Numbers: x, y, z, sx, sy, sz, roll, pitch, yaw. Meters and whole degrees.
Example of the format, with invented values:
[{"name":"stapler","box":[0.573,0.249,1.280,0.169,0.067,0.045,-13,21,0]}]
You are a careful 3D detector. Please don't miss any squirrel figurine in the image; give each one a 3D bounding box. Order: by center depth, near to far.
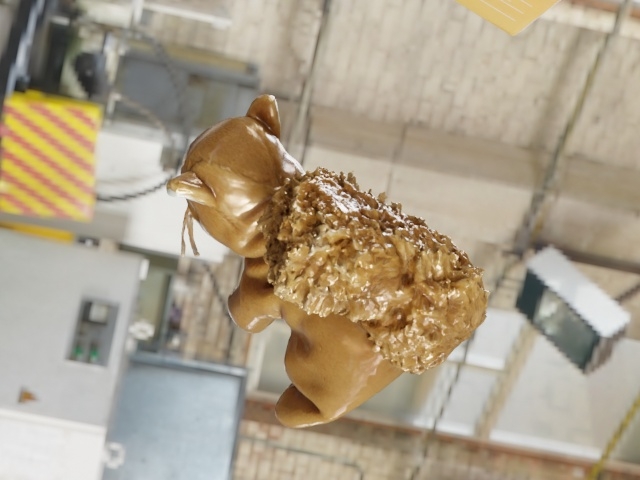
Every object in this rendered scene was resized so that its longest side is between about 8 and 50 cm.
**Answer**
[{"name":"squirrel figurine","box":[0.000,0.000,1.746,0.281,0.370,0.397,-41,-170,-22]}]

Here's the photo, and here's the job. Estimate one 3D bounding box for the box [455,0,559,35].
[{"name":"box","box":[0.194,-0.361,1.289,0.345,0.215,0.168,-36,-151,62]}]
